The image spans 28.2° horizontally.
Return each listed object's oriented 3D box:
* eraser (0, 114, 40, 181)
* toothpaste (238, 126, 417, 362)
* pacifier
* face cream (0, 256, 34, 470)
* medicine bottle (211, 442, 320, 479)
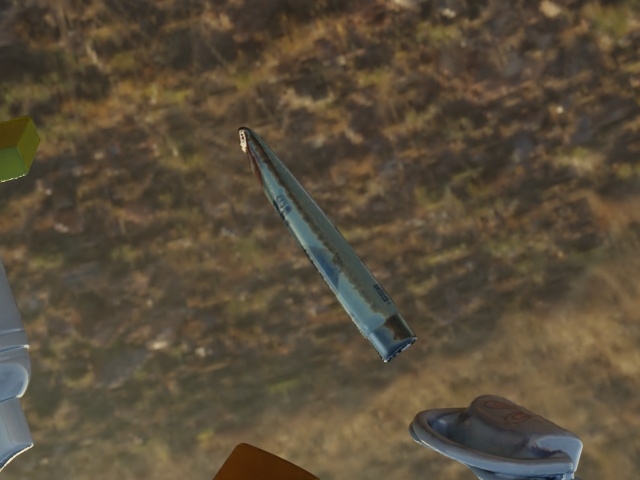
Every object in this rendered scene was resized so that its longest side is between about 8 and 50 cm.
[{"bbox_3d":[-0.426,-0.116,1.673,0.097,0.045,0.122,-15,-155,5],"label":"eraser"},{"bbox_3d":[0.000,0.000,1.107,0.039,0.239,0.062,-34,167,-10],"label":"toothpaste"},{"bbox_3d":[0.207,0.308,1.514,0.238,0.226,0.287,10,-175,-38],"label":"pacifier"},{"bbox_3d":[-0.454,0.133,1.662,0.145,0.369,0.145,-21,175,-2],"label":"face cream"},{"bbox_3d":[-0.105,0.405,1.800,0.222,0.149,0.112,-51,162,-57],"label":"medicine bottle"}]
